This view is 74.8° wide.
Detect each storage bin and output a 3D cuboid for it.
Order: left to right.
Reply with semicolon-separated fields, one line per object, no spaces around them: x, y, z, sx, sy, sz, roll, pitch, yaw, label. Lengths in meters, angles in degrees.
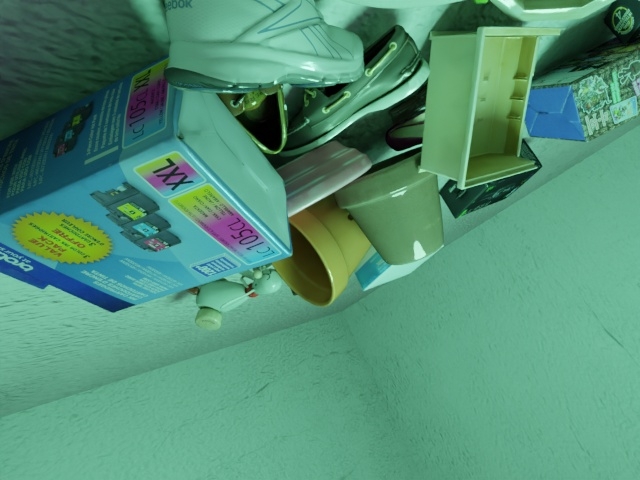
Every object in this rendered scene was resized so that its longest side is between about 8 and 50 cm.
0.329;-0.262;0.809;0.260;0.123;0.263;-16;118;-29;storage bin

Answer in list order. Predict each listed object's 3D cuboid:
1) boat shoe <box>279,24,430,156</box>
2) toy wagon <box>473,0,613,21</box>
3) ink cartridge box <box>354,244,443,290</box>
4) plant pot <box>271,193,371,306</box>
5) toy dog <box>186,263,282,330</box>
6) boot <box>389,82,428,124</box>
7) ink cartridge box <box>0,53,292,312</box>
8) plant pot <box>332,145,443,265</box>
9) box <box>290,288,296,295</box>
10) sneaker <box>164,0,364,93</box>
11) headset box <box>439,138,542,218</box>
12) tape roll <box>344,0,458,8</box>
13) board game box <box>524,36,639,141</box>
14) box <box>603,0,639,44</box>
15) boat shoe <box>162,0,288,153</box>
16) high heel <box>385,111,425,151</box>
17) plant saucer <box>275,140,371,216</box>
0.029;-0.245;0.715;0.304;0.109;0.091;-23;126;29;boat shoe
0.358;-0.426;0.536;0.266;0.068;0.344;1;165;9;toy wagon
0.182;-0.031;1.258;0.198;0.270;0.197;-16;159;-30;ink cartridge box
0.000;0.000;1.127;0.203;0.291;0.291;-37;169;-28;plant pot
-0.286;0.139;1.274;0.333;0.220;0.161;-39;128;16;toy dog
0.215;-0.292;0.937;0.114;0.037;0.106;-36;148;20;boot
-0.274;-0.037;0.585;0.394;0.151;0.270;-17;146;16;ink cartridge box
0.186;-0.075;0.989;0.262;0.230;0.263;-24;-170;4;plant pot
-0.022;0.051;1.373;0.168;0.167;0.203;-16;160;-31;box
-0.039;-0.235;0.463;0.110;0.130;0.297;11;-156;32;sneaker
0.619;-0.224;1.565;0.282;0.131;0.246;-19;161;-19;headset box
0.111;-0.336;0.333;0.391;0.072;0.392;-4;176;0;tape roll
0.683;-0.376;1.021;0.290;0.141;0.232;-27;-162;2;board game box
0.821;-0.603;0.811;0.394;0.097;0.318;-26;161;2;box
-0.099;-0.225;0.561;0.110;0.105;0.307;-26;162;4;boat shoe
0.269;-0.280;0.979;0.243;0.082;0.117;-17;176;16;high heel
-0.061;-0.105;0.842;0.331;0.084;0.332;-29;-172;5;plant saucer
